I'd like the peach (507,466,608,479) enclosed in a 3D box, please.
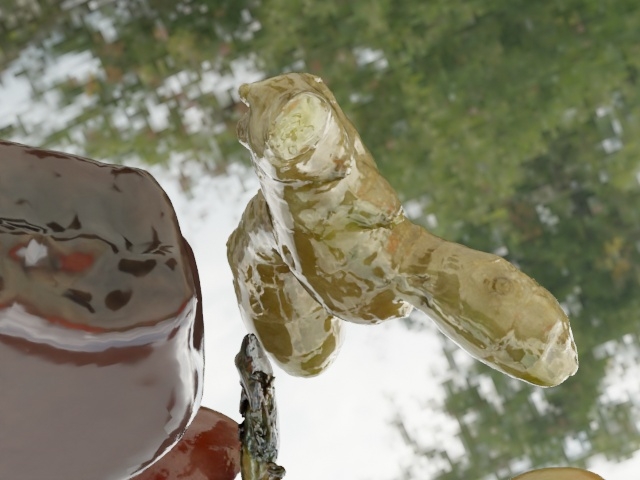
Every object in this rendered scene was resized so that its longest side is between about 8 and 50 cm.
[{"bbox_3d":[0.224,0.296,1.566,0.184,0.184,0.184,-22,-163,7],"label":"peach"}]

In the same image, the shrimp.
[{"bbox_3d":[-0.034,0.182,1.379,0.035,0.195,0.148,-10,-156,-18],"label":"shrimp"}]

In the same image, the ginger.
[{"bbox_3d":[0.000,-0.012,1.407,0.122,0.348,0.363,-48,-151,-22],"label":"ginger"}]

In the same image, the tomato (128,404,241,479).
[{"bbox_3d":[-0.162,0.222,1.533,0.225,0.085,0.225,-36,-172,6],"label":"tomato"}]

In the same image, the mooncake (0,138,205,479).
[{"bbox_3d":[-0.238,0.039,1.071,0.325,0.334,0.174,-7,-129,-5],"label":"mooncake"}]
